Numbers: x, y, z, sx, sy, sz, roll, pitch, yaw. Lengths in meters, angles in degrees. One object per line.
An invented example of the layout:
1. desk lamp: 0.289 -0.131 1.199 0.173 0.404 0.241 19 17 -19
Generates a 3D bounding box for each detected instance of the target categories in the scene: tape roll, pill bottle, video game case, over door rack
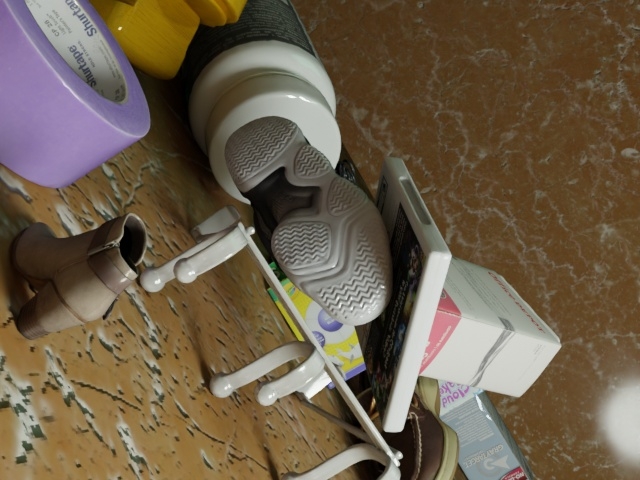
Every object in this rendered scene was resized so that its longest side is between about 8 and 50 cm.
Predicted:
1. tape roll: -0.221 -0.141 0.594 0.189 0.080 0.189 57 11 -17
2. pill bottle: -0.094 -0.221 1.099 0.204 0.204 0.361 51 12 -39
3. video game case: 0.067 0.045 0.702 0.173 0.022 0.190 -104 -159 -57
4. over door rack: -0.055 0.097 0.704 0.239 0.108 0.324 58 -4 -8

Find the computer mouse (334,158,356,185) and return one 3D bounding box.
1. computer mouse: -0.045 -0.195 1.394 0.272 0.072 0.188 37 -7 -11

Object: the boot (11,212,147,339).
1. boot: -0.149 0.009 0.483 0.042 0.087 0.118 48 15 -42

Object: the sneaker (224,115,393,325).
1. sneaker: 0.000 0.000 0.762 0.268 0.101 0.153 56 -7 38

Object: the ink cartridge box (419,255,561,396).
1. ink cartridge box: 0.189 0.110 1.150 0.283 0.117 0.207 19 23 -33

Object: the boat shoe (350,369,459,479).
1. boat shoe: 0.090 0.242 0.987 0.123 0.123 0.342 28 17 -4

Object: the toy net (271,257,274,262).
1. toy net: -0.009 0.069 1.155 0.232 0.045 0.122 53 2 -42

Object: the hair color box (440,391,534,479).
1. hair color box: 0.320 0.389 1.630 0.374 0.113 0.185 58 10 -1

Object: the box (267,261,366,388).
1. box: 0.010 0.089 0.992 0.179 0.105 0.043 58 9 -3

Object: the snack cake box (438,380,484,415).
1. snack cake box: 0.213 0.260 1.361 0.089 0.152 0.264 62 10 15

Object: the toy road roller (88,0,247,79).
1. toy road roller: -0.237 -0.347 0.936 0.329 0.241 0.202 23 -6 24
